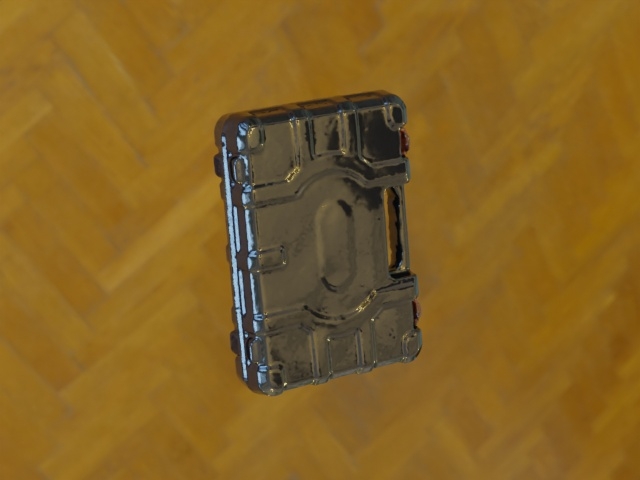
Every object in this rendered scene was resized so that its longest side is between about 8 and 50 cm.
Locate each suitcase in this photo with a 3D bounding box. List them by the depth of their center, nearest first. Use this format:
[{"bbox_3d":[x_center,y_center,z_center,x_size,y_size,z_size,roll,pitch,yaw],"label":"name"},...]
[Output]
[{"bbox_3d":[0.000,0.000,1.675,0.206,0.066,0.286,-12,104,-28],"label":"suitcase"}]
